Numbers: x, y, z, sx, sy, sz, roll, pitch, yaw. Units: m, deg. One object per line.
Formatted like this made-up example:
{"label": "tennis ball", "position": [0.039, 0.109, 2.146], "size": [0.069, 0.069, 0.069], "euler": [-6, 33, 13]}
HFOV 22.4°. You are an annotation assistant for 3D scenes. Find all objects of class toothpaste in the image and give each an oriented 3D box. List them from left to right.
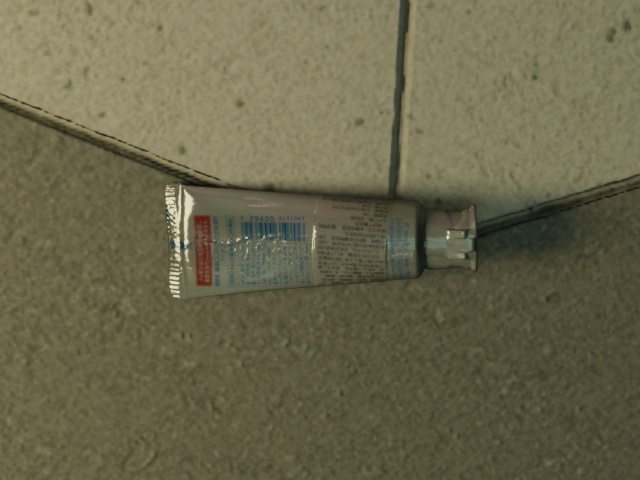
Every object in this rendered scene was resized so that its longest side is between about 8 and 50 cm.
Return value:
{"label": "toothpaste", "position": [0.000, 0.000, 1.210], "size": [0.234, 0.057, 0.089], "euler": [-1, 100, 4]}
